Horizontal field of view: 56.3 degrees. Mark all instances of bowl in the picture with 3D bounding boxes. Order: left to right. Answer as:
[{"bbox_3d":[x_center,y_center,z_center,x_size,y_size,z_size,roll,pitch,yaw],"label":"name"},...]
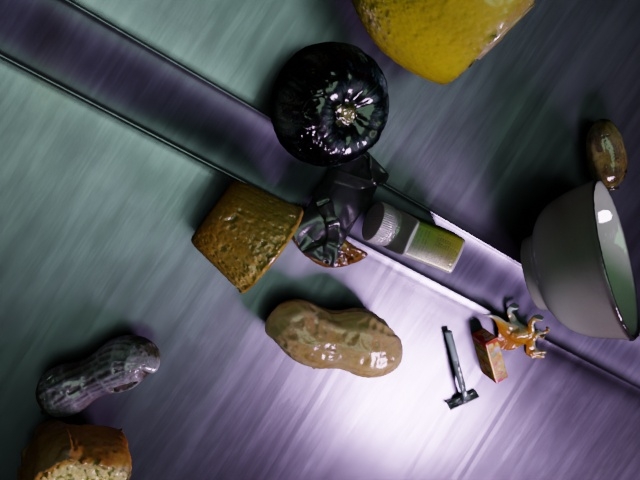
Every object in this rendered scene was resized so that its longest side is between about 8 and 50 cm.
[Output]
[{"bbox_3d":[0.568,0.057,1.335,0.185,0.354,0.354,-15,118,34],"label":"bowl"}]

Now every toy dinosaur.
[{"bbox_3d":[0.474,0.226,1.473,0.212,0.057,0.142,8,123,-8],"label":"toy dinosaur"}]

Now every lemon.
[{"bbox_3d":[0.200,-0.474,1.026,0.364,0.364,0.364,-5,107,-16],"label":"lemon"}]

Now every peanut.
[{"bbox_3d":[0.034,0.206,1.273,0.313,0.149,0.149,13,101,-14],"label":"peanut"}]

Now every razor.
[{"bbox_3d":[0.332,0.312,1.451,0.084,0.036,0.211,-21,111,-13],"label":"razor"}]

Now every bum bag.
[{"bbox_3d":[0.040,-0.075,1.215,0.123,0.060,0.248,34,72,-17],"label":"bum bag"}]

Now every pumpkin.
[{"bbox_3d":[0.016,-0.251,1.116,0.233,0.163,0.233,-11,118,-22],"label":"pumpkin"}]

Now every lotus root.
[{"bbox_3d":[0.658,-0.196,1.382,0.089,0.080,0.179,-30,110,-30],"label":"lotus root"}]

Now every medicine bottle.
[{"bbox_3d":[0.189,-0.009,1.258,0.189,0.132,0.088,20,99,-21],"label":"medicine bottle"}]

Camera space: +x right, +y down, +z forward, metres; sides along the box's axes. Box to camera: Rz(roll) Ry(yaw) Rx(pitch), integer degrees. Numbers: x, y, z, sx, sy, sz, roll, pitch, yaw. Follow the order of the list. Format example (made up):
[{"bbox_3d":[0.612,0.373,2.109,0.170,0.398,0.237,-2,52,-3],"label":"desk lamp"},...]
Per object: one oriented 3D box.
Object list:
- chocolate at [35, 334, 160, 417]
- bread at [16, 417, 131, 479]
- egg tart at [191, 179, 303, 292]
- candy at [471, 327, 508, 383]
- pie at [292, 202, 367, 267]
[{"bbox_3d":[-0.432,0.259,1.158,0.248,0.110,0.110,-23,111,-10],"label":"chocolate"},{"bbox_3d":[-0.480,0.458,1.153,0.194,0.179,0.340,10,120,-25],"label":"bread"},{"bbox_3d":[-0.144,-0.020,1.134,0.147,0.202,0.202,37,92,-9],"label":"egg tart"},{"bbox_3d":[0.412,0.280,1.453,0.038,0.062,0.122,-24,111,-11],"label":"candy"},{"bbox_3d":[0.000,0.003,1.257,0.191,0.033,0.088,37,103,-16],"label":"pie"}]
